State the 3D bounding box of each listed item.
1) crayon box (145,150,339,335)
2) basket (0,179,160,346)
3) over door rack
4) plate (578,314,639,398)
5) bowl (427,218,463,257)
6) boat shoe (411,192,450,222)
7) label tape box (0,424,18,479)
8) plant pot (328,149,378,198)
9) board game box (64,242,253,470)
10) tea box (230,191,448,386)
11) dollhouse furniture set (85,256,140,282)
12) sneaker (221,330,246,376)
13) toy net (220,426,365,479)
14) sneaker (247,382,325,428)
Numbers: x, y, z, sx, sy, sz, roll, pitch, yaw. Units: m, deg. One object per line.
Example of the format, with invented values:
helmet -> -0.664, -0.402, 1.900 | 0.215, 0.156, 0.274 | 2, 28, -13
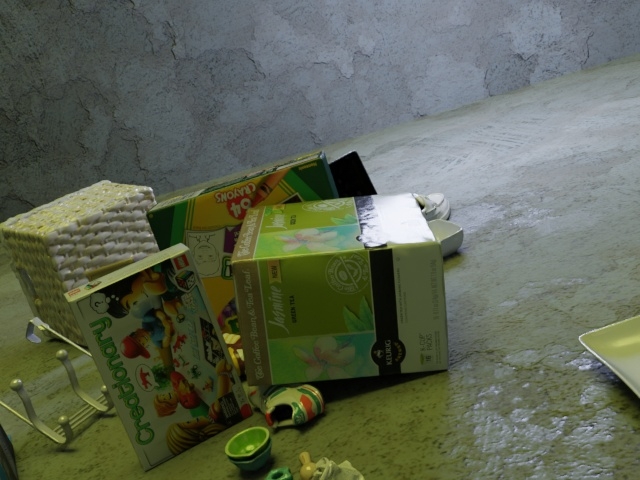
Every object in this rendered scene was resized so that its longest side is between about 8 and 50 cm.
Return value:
crayon box -> -0.118, 0.027, 1.541 | 0.362, 0.313, 0.106 | -17, 13, 8
basket -> -0.568, 0.052, 1.943 | 0.331, 0.328, 0.266 | -30, 22, -35
over door rack -> -0.525, 0.242, 1.472 | 0.324, 0.108, 0.239 | 16, 26, 23
plate -> 0.504, 0.145, 0.953 | 0.277, 0.045, 0.278 | -18, 16, 0
bowl -> 0.234, 0.009, 1.677 | 0.142, 0.053, 0.142 | -23, 16, -13
boat shoe -> 0.235, -0.071, 1.854 | 0.098, 0.096, 0.277 | -9, 19, 33
label tape box -> -0.645, 0.400, 1.290 | 0.240, 0.106, 0.333 | -24, 17, -21
plant pot -> 0.025, -0.109, 2.088 | 0.187, 0.188, 0.167 | -31, 9, -36
board game box -> -0.245, 0.181, 1.199 | 0.193, 0.305, 0.053 | -25, 20, -19
tea box -> 0.029, 0.070, 1.317 | 0.323, 0.220, 0.329 | -7, 17, 1
dollhouse furniture set -> -0.391, 0.129, 1.671 | 0.212, 0.161, 0.242 | -18, -3, 5
sneaker -> -0.164, 0.209, 1.463 | 0.083, 0.070, 0.185 | -15, 20, -20
toy net -> -0.051, 0.310, 1.028 | 0.232, 0.045, 0.122 | -5, 21, 40
sneaker -> -0.072, 0.256, 1.207 | 0.161, 0.057, 0.075 | 1, 20, 42
